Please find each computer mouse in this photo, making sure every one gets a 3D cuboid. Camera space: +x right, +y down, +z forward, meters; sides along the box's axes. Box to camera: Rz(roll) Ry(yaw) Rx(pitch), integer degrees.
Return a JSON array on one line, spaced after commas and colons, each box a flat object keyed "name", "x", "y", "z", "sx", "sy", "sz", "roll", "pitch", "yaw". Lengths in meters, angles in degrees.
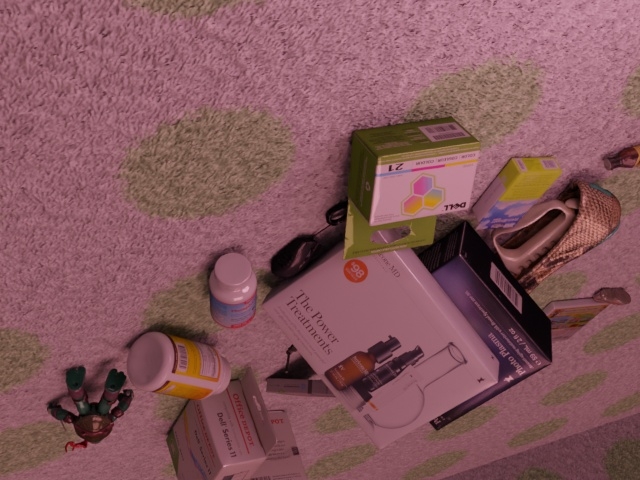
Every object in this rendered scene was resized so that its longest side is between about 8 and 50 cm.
[{"name": "computer mouse", "x": 0.000, "y": 0.000, "z": 1.639, "sx": 0.242, "sy": 0.041, "sz": 0.071, "roll": -40, "pitch": 146, "yaw": 29}]

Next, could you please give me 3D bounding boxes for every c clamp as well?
[{"name": "c clamp", "x": -0.021, "y": 0.179, "z": 1.841, "sx": 0.022, "sy": 0.137, "sz": 0.161, "roll": 30, "pitch": 120, "yaw": -24}]

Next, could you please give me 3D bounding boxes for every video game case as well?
[{"name": "video game case", "x": 0.668, "y": 0.226, "z": 2.503, "sx": 0.226, "sy": 0.026, "sz": 0.206, "roll": -1, "pitch": 145, "yaw": -32}]

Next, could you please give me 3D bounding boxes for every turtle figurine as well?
[{"name": "turtle figurine", "x": -0.464, "y": 0.349, "z": 1.841, "sx": 0.175, "sy": 0.118, "sz": 0.234, "roll": -9, "pitch": 143, "yaw": -23}]

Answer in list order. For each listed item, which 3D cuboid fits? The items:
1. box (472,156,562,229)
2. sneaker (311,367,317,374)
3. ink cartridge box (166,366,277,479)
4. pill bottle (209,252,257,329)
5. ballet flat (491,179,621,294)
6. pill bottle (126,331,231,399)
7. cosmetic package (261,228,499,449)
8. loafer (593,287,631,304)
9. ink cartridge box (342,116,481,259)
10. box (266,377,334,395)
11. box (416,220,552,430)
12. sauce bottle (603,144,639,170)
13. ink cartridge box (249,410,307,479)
[{"name": "box", "x": 0.376, "y": -0.091, "z": 1.744, "sx": 0.109, "sy": 0.042, "sz": 0.178, "roll": -4, "pitch": 147, "yaw": -29}, {"name": "sneaker", "x": 0.102, "y": 0.229, "z": 2.024, "sx": 0.131, "sy": 0.112, "sz": 0.319, "roll": 1, "pitch": 143, "yaw": -41}, {"name": "ink cartridge box", "x": -0.238, "y": 0.466, "z": 2.089, "sx": 0.119, "sy": 0.207, "sz": 0.353, "roll": -5, "pitch": 146, "yaw": -31}, {"name": "pill bottle", "x": -0.159, "y": 0.092, "z": 1.634, "sx": 0.087, "sy": 0.087, "sz": 0.160, "roll": -15, "pitch": 151, "yaw": -14}, {"name": "ballet flat", "x": 0.411, "y": 0.041, "z": 1.912, "sx": 0.182, "sy": 0.164, "sz": 0.483, "roll": 29, "pitch": 120, "yaw": -29}, {"name": "pill bottle", "x": -0.277, "y": 0.256, "z": 1.800, "sx": 0.117, "sy": 0.117, "sz": 0.215, "roll": -34, "pitch": 149, "yaw": 20}, {"name": "cosmetic package", "x": 0.115, "y": 0.178, "z": 1.710, "sx": 0.284, "sy": 0.377, "sz": 0.097, "roll": -36, "pitch": -171, "yaw": 20}, {"name": "loafer", "x": 0.801, "y": 0.155, "z": 2.465, "sx": 0.125, "sy": 0.045, "sz": 0.039, "roll": 10, "pitch": 155, "yaw": -34}, {"name": "ink cartridge box", "x": 0.146, "y": -0.062, "z": 1.491, "sx": 0.188, "sy": 0.097, "sz": 0.255, "roll": -10, "pitch": 127, "yaw": -20}, {"name": "box", "x": -0.014, "y": 0.353, "z": 2.144, "sx": 0.186, "sy": 0.038, "sz": 0.145, "roll": -4, "pitch": 166, "yaw": 37}, {"name": "box", "x": 0.266, "y": 0.178, "z": 1.827, "sx": 0.294, "sy": 0.296, "sz": 0.183, "roll": -37, "pitch": -169, "yaw": 26}, {"name": "sauce bottle", "x": 0.628, "y": -0.167, "z": 1.792, "sx": 0.128, "sy": 0.042, "sz": 0.042, "roll": -16, "pitch": 151, "yaw": -9}, {"name": "ink cartridge box", "x": -0.152, "y": 0.585, "z": 2.284, "sx": 0.198, "sy": 0.273, "sz": 0.115, "roll": 6, "pitch": 143, "yaw": -40}]
